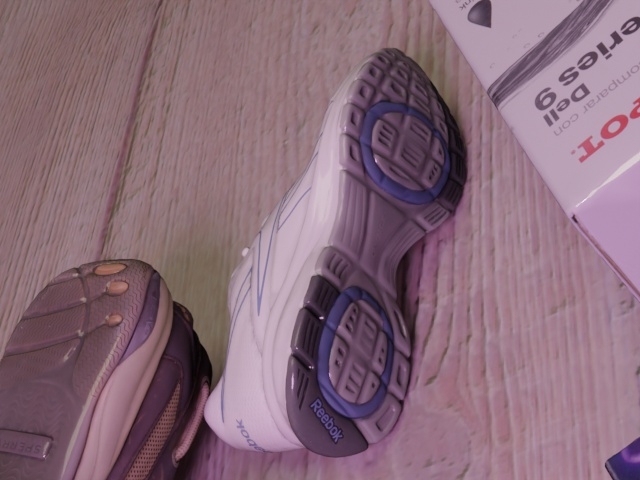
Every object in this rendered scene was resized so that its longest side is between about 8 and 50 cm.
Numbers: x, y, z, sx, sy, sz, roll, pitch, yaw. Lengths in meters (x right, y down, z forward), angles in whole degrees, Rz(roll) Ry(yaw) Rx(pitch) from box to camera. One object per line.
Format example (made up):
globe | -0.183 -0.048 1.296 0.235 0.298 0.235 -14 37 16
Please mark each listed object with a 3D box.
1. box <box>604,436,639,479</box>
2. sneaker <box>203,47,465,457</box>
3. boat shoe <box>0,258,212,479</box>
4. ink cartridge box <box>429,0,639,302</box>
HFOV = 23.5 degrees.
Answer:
box | 0.239 0.098 0.581 0.207 0.108 0.153 -39 34 8
sneaker | 0.000 0.000 0.959 0.129 0.111 0.297 -18 40 44
boat shoe | -0.154 0.185 0.905 0.132 0.130 0.355 7 64 45
ink cartridge box | 0.199 -0.116 0.844 0.211 0.121 0.289 -38 34 12
